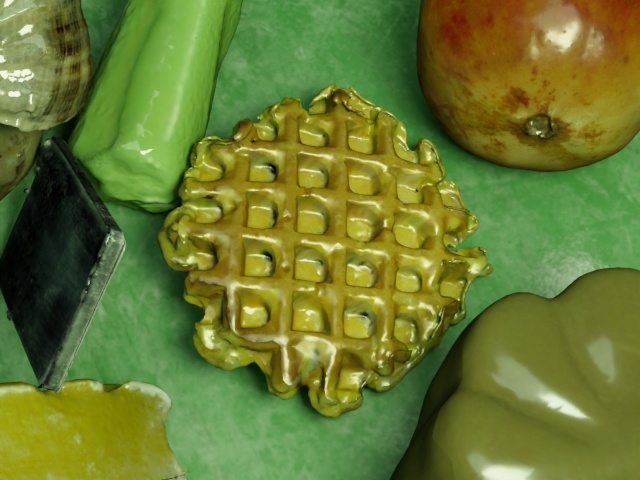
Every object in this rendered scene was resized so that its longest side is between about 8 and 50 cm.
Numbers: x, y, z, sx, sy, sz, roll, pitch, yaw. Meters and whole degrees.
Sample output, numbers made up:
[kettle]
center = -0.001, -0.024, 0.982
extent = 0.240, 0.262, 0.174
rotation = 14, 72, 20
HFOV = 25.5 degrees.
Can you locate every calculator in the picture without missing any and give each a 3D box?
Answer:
[calculator]
center = -0.246, 0.014, 1.293
extent = 0.021, 0.262, 0.161
rotation = 18, 106, -28

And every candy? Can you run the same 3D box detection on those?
[candy]
center = -0.160, -0.194, 1.438
extent = 0.131, 0.142, 0.344
rotation = 6, 64, 16

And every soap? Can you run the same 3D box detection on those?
[soap]
center = -0.335, 0.254, 1.293
extent = 0.338, 0.304, 0.169
rotation = -33, 69, 31

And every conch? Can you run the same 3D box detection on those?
[conch]
center = -0.304, -0.219, 1.309
extent = 0.210, 0.159, 0.291
rotation = 30, 28, 13

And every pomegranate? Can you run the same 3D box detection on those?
[pomegranate]
center = 0.225, -0.204, 1.382
extent = 0.252, 0.229, 0.270
rotation = 8, 54, 15

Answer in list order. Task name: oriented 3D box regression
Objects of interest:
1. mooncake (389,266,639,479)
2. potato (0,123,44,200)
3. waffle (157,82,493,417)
[mooncake]
center = 0.247, 0.206, 1.154
extent = 0.378, 0.201, 0.379
rotation = 8, 54, -11
[potato]
center = -0.382, -0.076, 1.378
extent = 0.165, 0.165, 0.262
rotation = 38, 72, 18
[waffle]
center = 0.000, 0.000, 1.353
extent = 0.325, 0.068, 0.302
rotation = -38, 81, -27
